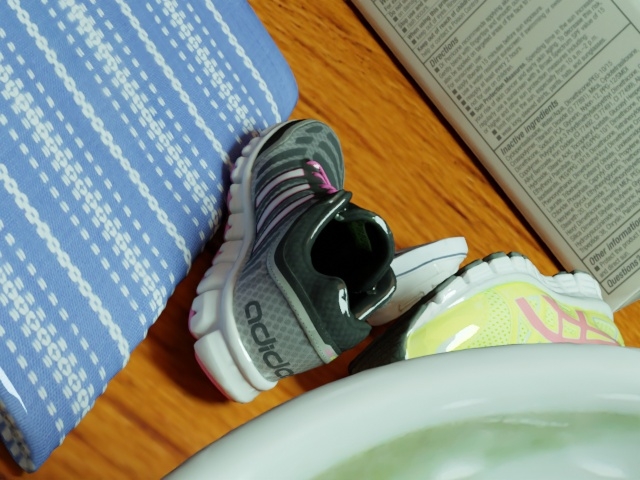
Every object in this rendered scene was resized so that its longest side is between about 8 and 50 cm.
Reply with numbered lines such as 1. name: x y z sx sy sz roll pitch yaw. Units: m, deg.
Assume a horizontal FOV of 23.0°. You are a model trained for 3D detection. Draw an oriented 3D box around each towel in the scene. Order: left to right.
1. towel: -0.122 -0.090 0.644 0.243 0.040 0.336 55 28 -15

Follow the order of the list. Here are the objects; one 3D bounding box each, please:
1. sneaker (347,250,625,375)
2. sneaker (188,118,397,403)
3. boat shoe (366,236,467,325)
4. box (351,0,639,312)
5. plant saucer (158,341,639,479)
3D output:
1. sneaker: 0.096 0.064 0.724 0.208 0.081 0.094 0 54 -53
2. sneaker: 0.000 0.000 0.669 0.170 0.075 0.063 -74 143 -54
3. boat shoe: 0.046 0.021 0.768 0.100 0.035 0.035 -19 95 -63
4. box: 0.145 -0.123 0.958 0.311 0.148 0.121 54 30 12
5. plant saucer: 0.090 0.217 0.413 0.400 0.100 0.400 7 51 -9
